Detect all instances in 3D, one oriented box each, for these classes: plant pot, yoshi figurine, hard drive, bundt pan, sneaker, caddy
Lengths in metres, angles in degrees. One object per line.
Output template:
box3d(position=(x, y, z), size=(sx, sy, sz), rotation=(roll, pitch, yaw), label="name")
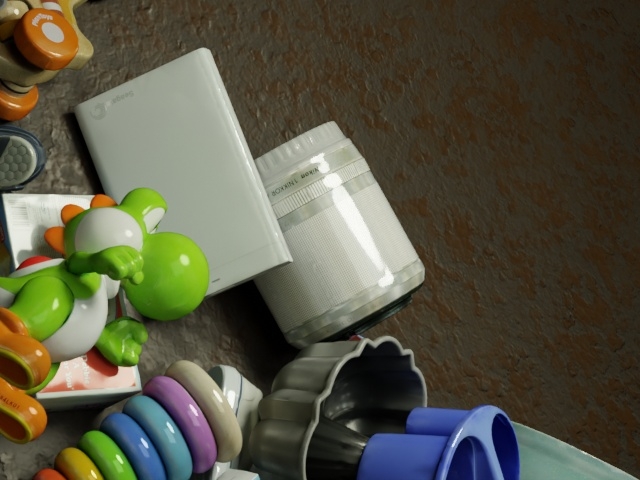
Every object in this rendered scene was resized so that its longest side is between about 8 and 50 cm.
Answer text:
box3d(position=(0.333, 0.406, 2.210), size=(0.293, 0.293, 0.196), rotation=(31, 79, -25), label="plant pot")
box3d(position=(-0.252, 0.078, 1.805), size=(0.203, 0.203, 0.362), rotation=(61, 41, -23), label="yoshi figurine")
box3d(position=(-0.185, -0.076, 2.043), size=(0.308, 0.203, 0.040), rotation=(68, 12, 7), label="hard drive")
box3d(position=(0.015, 0.279, 2.022), size=(0.331, 0.124, 0.331), rotation=(-17, 110, -55), label="bundt pan")
box3d(position=(-0.121, 0.287, 1.989), size=(0.091, 0.094, 0.258), rotation=(29, 55, -27), label="sneaker")
box3d(position=(-0.453, -0.098, 1.904), size=(0.226, 0.163, 0.086), rotation=(0, 98, 0), label="sneaker")
box3d(position=(0.175, 0.378, 2.013), size=(0.241, 0.179, 0.341), rotation=(-24, 116, -55), label="caddy")

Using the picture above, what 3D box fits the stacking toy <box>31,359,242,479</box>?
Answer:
box3d(position=(-0.262, 0.280, 1.831), size=(0.330, 0.141, 0.141), rotation=(-31, 91, -23), label="stacking toy")

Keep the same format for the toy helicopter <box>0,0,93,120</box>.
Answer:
box3d(position=(-0.384, -0.332, 2.063), size=(0.235, 0.140, 0.355), rotation=(45, 37, -2), label="toy helicopter")

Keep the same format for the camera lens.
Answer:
box3d(position=(0.000, 0.000, 2.135), size=(0.219, 0.219, 0.274), rotation=(-28, 89, -44), label="camera lens")

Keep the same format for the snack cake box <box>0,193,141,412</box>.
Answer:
box3d(position=(-0.331, 0.078, 1.916), size=(0.152, 0.089, 0.264), rotation=(1, 70, -41), label="snack cake box")

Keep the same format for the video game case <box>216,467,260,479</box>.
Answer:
box3d(position=(-0.131, 0.456, 1.859), size=(0.244, 0.061, 0.270), rotation=(-34, 114, -41), label="video game case")

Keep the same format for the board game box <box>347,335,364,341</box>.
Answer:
box3d(position=(0.062, 0.195, 2.225), size=(0.168, 0.033, 0.133), rotation=(33, 52, -23), label="board game box")
